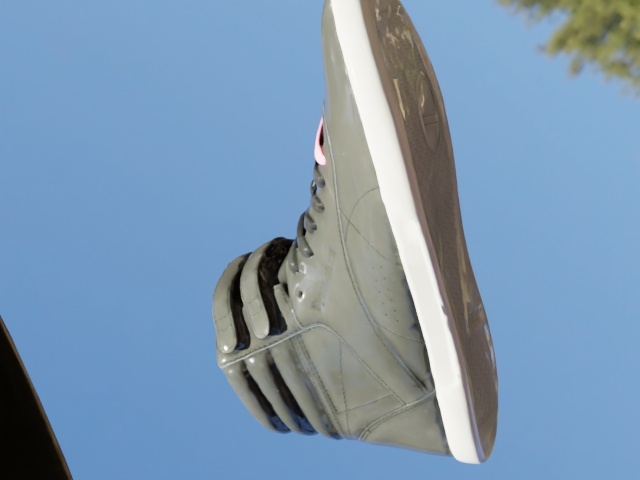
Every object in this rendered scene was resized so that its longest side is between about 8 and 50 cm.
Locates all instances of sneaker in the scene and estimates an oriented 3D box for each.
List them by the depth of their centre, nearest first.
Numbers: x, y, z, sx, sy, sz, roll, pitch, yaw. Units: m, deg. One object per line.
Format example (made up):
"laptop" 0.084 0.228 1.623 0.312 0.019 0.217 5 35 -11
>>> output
"sneaker" 0.000 0.000 0.896 0.146 0.296 0.105 -3 -147 17

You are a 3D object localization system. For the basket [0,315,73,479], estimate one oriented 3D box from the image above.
"basket" -0.168 0.094 0.331 0.154 0.226 0.204 -103 -9 -74
